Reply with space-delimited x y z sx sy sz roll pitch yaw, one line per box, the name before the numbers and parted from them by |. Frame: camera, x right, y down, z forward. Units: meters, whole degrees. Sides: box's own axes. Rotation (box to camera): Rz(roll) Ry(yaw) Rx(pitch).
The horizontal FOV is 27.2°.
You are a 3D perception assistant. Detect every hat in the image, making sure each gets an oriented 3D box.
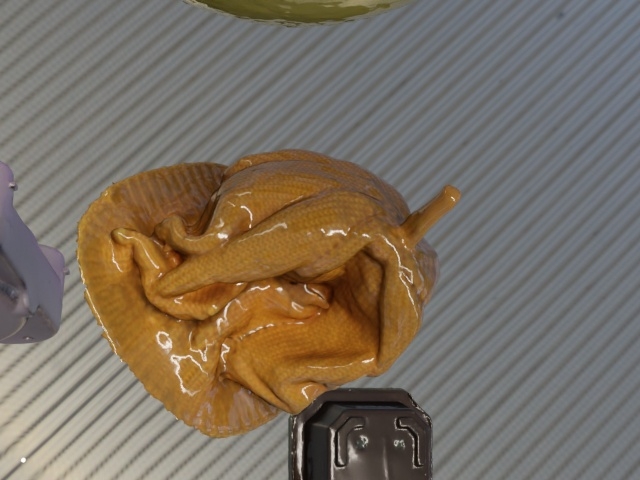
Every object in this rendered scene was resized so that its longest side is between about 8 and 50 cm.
hat | 0.000 0.000 0.925 0.244 0.233 0.233 41 45 -29

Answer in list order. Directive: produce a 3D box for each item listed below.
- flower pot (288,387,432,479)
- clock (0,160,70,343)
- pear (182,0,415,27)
flower pot | 0.058 0.291 1.505 0.178 0.084 0.251 3 80 -17
clock | -0.428 0.023 1.277 0.322 0.295 0.113 -2 67 2
pear | -0.022 -0.251 0.585 0.309 0.309 0.309 2 80 -12
